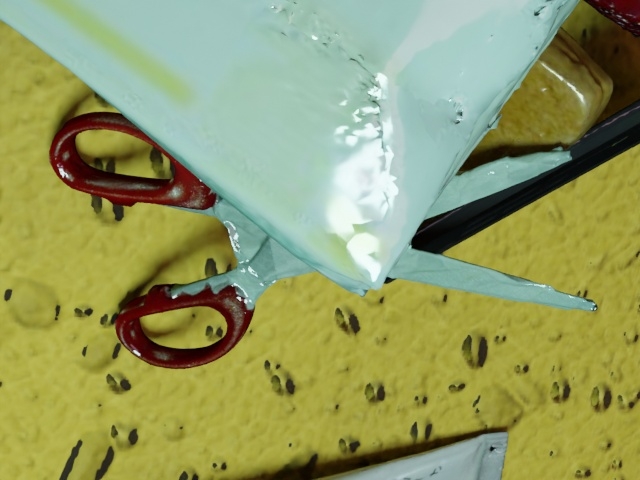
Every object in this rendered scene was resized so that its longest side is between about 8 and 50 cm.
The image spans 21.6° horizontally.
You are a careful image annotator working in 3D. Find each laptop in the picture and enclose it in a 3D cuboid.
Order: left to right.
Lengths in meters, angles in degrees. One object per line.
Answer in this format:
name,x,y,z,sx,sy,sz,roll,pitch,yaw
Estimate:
laptop,0.113,-0.032,0.838,0.197,0.135,0.016,-31,85,-4

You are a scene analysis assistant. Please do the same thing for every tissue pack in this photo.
tissue pack,-0.056,-0.207,0.567,0.388,0.162,0.287,37,95,0

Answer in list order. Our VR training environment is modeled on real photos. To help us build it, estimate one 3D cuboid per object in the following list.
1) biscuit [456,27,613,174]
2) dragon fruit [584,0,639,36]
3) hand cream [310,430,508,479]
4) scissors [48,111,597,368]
biscuit,0.012,-0.112,0.723,0.041,0.212,0.239,-53,133,-39
dragon fruit,0.111,-0.191,0.766,0.261,0.163,0.189,24,73,-31
hand cream,-0.042,0.185,0.911,0.336,0.076,0.121,-7,117,-30
scissors,0.000,0.000,0.766,0.247,0.017,0.144,-2,124,24
